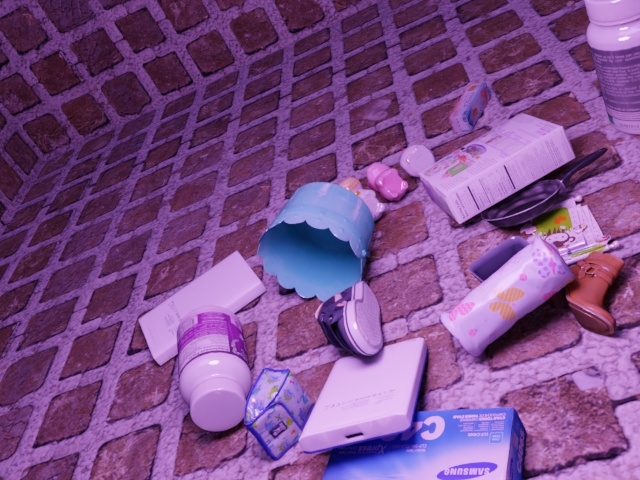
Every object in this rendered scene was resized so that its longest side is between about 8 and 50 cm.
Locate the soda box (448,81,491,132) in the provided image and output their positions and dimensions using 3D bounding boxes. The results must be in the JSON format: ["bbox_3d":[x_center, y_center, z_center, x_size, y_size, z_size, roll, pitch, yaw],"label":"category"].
[{"bbox_3d":[0.459,-0.408,2.217,0.063,0.058,0.183,0,43,39],"label":"soda box"}]

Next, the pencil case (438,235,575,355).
[{"bbox_3d":[0.372,0.112,1.449,0.273,0.113,0.124,-42,-5,15],"label":"pencil case"}]

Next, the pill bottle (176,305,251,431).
[{"bbox_3d":[-0.252,0.301,1.713,0.169,0.169,0.301,-28,32,4],"label":"pill bottle"}]

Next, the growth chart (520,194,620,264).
[{"bbox_3d":[0.548,-0.018,1.633,0.172,0.021,0.237,-25,31,12],"label":"growth chart"}]

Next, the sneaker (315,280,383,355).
[{"bbox_3d":[0.062,0.191,1.609,0.128,0.126,0.321,-30,6,11],"label":"sneaker"}]

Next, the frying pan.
[{"bbox_3d":[0.527,-0.119,1.746,0.326,0.053,0.197,-33,13,-25],"label":"frying pan"}]

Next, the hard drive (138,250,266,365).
[{"bbox_3d":[-0.342,0.185,2.068,0.353,0.047,0.233,-36,32,-7],"label":"hard drive"}]

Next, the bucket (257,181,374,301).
[{"bbox_3d":[0.000,0.000,1.838,0.281,0.281,0.183,-8,37,32],"label":"bucket"}]

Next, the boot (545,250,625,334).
[{"bbox_3d":[0.546,0.093,1.426,0.152,0.073,0.197,-36,31,-7],"label":"boot"}]

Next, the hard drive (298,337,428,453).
[{"bbox_3d":[0.096,0.299,1.436,0.210,0.040,0.318,-19,12,19],"label":"hard drive"}]

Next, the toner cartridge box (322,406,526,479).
[{"bbox_3d":[0.183,0.395,1.306,0.348,0.075,0.165,-11,37,29],"label":"toner cartridge box"}]

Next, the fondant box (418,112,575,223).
[{"bbox_3d":[0.441,-0.192,1.857,0.330,0.096,0.238,-29,20,1],"label":"fondant box"}]

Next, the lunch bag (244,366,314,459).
[{"bbox_3d":[-0.093,0.364,1.529,0.096,0.128,0.151,-4,40,37],"label":"lunch bag"}]

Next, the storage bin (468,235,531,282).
[{"bbox_3d":[0.400,0.068,1.567,0.135,0.091,0.098,-33,32,-5],"label":"storage bin"}]

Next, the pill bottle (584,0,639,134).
[{"bbox_3d":[0.761,-0.453,1.738,0.204,0.361,0.204,-22,33,15],"label":"pill bottle"}]

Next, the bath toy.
[{"bbox_3d":[0.168,-0.152,2.048,0.348,0.151,0.129,-36,-3,-10],"label":"bath toy"}]
